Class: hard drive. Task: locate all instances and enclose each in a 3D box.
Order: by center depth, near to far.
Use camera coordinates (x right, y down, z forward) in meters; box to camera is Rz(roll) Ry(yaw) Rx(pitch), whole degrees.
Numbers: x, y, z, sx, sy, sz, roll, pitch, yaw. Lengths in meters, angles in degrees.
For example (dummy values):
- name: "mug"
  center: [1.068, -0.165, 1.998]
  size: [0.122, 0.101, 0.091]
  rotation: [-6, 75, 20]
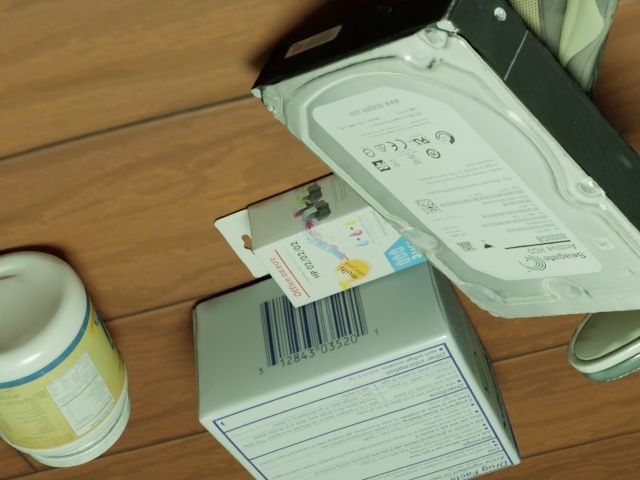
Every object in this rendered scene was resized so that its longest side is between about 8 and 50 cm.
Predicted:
- name: "hard drive"
  center: [0.133, -0.055, 0.918]
  size: [0.339, 0.064, 0.237]
  rotation: [41, 151, -28]

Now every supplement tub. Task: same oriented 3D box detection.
- name: "supplement tub"
  center: [-0.275, 0.122, 1.110]
  size: [0.144, 0.144, 0.200]
  rotation: [-12, 139, 2]

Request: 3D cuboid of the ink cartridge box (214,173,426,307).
- name: "ink cartridge box"
  center: [0.000, 0.000, 1.089]
  size: [0.181, 0.062, 0.104]
  rotation: [-21, 138, 13]

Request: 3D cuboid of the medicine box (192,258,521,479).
- name: "medicine box"
  center: [0.043, 0.160, 1.213]
  size: [0.263, 0.149, 0.289]
  rotation: [-20, 138, 11]

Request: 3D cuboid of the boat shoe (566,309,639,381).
- name: "boat shoe"
  center: [0.397, 0.060, 1.130]
  size: [0.319, 0.116, 0.099]
  rotation: [-34, 113, -7]

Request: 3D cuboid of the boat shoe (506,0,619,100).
- name: "boat shoe"
  center: [0.165, -0.164, 0.911]
  size: [0.130, 0.132, 0.355]
  rotation: [15, 146, 11]
